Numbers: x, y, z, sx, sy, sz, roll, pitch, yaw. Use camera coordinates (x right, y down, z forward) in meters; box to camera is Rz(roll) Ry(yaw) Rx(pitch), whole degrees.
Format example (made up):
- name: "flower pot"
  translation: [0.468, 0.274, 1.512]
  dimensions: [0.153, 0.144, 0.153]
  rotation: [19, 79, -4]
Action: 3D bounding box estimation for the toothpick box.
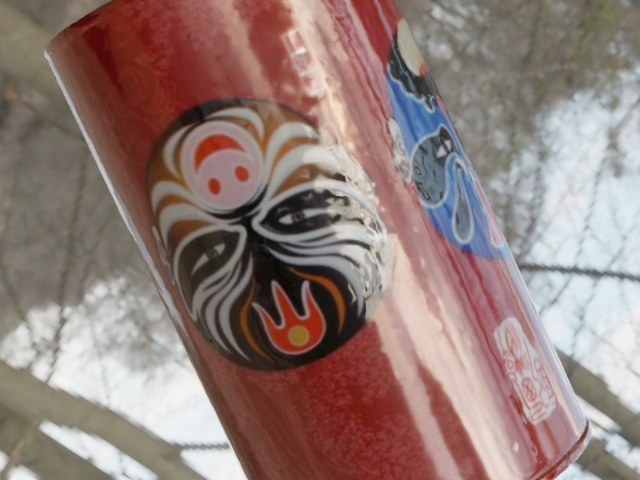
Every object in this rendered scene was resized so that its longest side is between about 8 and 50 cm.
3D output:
- name: "toothpick box"
  translation: [0.000, 0.000, 0.853]
  dimensions: [0.204, 0.333, 0.204]
  rotation: [-24, -175, 2]
